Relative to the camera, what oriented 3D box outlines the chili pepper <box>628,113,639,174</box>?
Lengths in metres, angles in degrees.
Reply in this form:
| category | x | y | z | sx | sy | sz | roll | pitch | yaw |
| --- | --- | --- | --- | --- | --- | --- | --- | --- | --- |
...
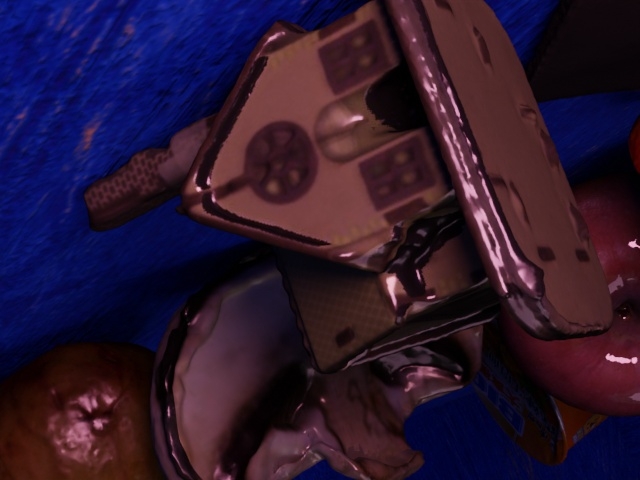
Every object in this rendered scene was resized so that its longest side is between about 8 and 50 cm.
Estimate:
| category | x | y | z | sx | sy | sz | roll | pitch | yaw |
| --- | --- | --- | --- | --- | --- | --- | --- | --- | --- |
| chili pepper | 0.452 | -0.106 | 1.045 | 0.251 | 0.229 | 0.305 | 7 | 151 | -35 |

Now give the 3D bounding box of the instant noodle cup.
| category | x | y | z | sx | sy | sz | roll | pitch | yaw |
| --- | --- | --- | --- | --- | --- | --- | --- | --- | --- |
| instant noodle cup | 0.339 | 0.141 | 1.709 | 0.214 | 0.296 | 0.296 | -30 | 168 | -14 |

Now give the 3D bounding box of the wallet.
| category | x | y | z | sx | sy | sz | roll | pitch | yaw |
| --- | --- | --- | --- | --- | --- | --- | --- | --- | --- |
| wallet | 0.217 | -0.149 | 0.822 | 0.124 | 0.025 | 0.244 | -6 | 164 | -5 |

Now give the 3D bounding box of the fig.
| category | x | y | z | sx | sy | sz | roll | pitch | yaw |
| --- | --- | --- | --- | --- | --- | --- | --- | --- | --- |
| fig | -0.193 | 0.254 | 1.083 | 0.217 | 0.321 | 0.217 | -18 | 163 | -6 |

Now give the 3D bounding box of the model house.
| category | x | y | z | sx | sy | sz | roll | pitch | yaw |
| --- | --- | --- | --- | --- | --- | --- | --- | --- | --- |
| model house | 0.000 | 0.000 | 0.710 | 0.279 | 0.218 | 0.205 | -25 | 166 | 23 |

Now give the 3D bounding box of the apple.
| category | x | y | z | sx | sy | sz | roll | pitch | yaw |
| --- | --- | --- | --- | --- | --- | --- | --- | --- | --- |
| apple | 0.352 | 0.059 | 1.385 | 0.306 | 0.305 | 0.235 | -31 | -171 | 25 |

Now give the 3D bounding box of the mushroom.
| category | x | y | z | sx | sy | sz | roll | pitch | yaw |
| --- | --- | --- | --- | --- | --- | --- | --- | --- | --- |
| mushroom | -0.012 | 0.122 | 1.070 | 0.344 | 0.247 | 0.130 | -38 | -174 | -32 |
